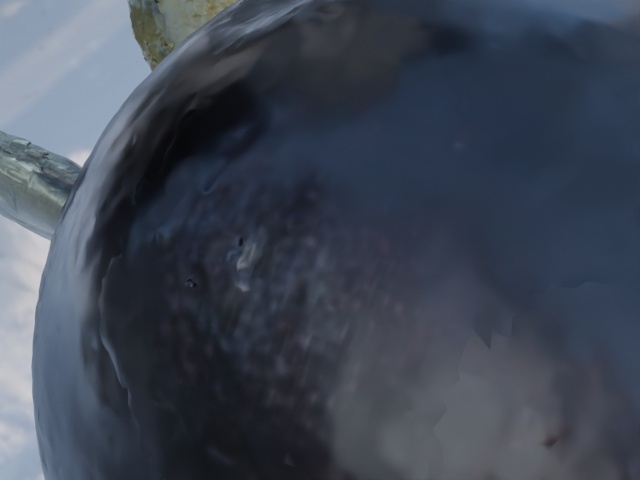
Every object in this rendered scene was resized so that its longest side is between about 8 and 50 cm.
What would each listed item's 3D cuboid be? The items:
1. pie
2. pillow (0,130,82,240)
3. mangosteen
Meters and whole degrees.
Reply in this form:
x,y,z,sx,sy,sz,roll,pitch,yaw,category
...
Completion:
x,y,z,sx,sy,sz,roll,pitch,yaw,category
-0.082,-0.150,1.023,0.068,0.128,0.282,-36,56,38,pie
-0.250,-0.063,0.940,0.229,0.148,0.050,31,69,1,pillow
0.051,0.101,0.504,0.435,0.382,0.382,-51,37,-5,mangosteen
